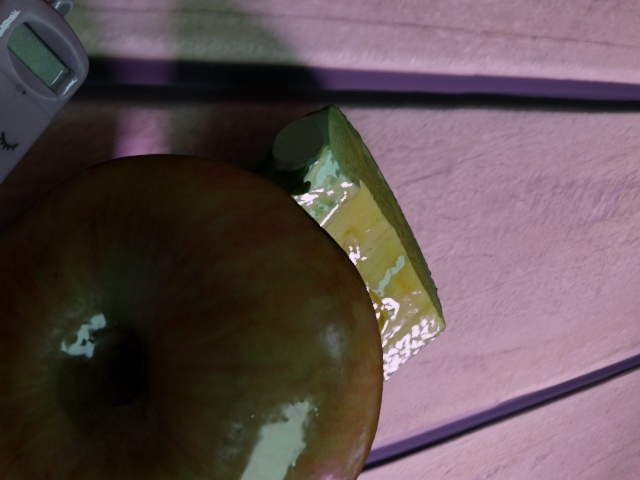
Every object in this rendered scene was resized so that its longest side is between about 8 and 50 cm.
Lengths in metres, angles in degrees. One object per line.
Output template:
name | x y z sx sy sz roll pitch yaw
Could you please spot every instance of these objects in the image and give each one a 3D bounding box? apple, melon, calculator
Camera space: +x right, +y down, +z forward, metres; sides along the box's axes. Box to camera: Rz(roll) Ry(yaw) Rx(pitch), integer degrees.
apple | -0.086 0.078 0.986 0.264 0.264 0.264 -41 152 -27
melon | 0.000 0.000 1.198 0.196 0.124 0.323 -47 149 -17
calculator | -0.192 -0.067 0.874 0.175 0.032 0.100 -52 155 -6
